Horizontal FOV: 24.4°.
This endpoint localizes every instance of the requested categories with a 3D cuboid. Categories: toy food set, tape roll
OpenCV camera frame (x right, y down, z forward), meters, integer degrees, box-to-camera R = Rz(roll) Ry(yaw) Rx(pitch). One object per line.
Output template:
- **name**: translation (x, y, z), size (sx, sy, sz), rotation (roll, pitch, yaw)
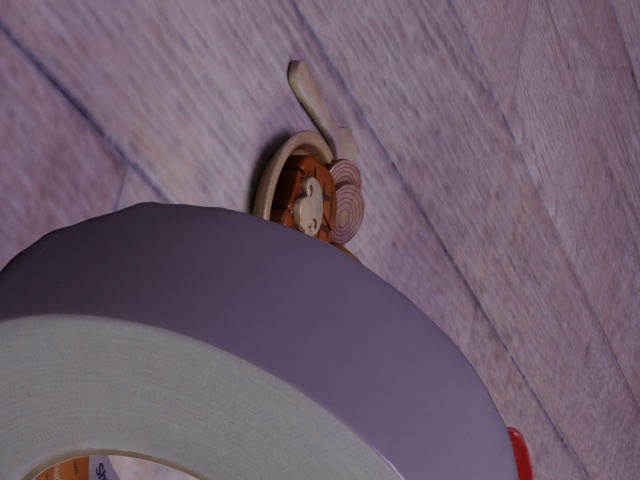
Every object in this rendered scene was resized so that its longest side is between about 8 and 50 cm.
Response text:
- **toy food set**: translation (0.000, 0.000, 0.856), size (0.132, 0.039, 0.192), rotation (55, 42, -56)
- **tape roll**: translation (-0.043, 0.097, 0.522), size (0.072, 0.219, 0.219), rotation (-56, 142, -53)

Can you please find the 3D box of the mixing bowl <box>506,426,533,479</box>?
- **mixing bowl**: translation (0.074, 0.209, 0.979), size (0.181, 0.098, 0.181), rotation (3, 90, -68)
